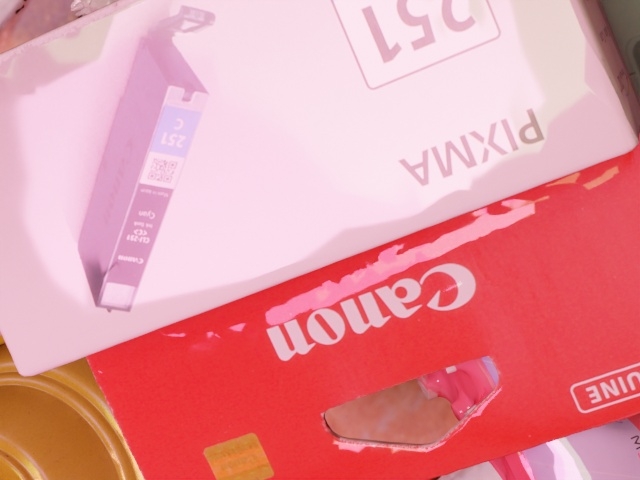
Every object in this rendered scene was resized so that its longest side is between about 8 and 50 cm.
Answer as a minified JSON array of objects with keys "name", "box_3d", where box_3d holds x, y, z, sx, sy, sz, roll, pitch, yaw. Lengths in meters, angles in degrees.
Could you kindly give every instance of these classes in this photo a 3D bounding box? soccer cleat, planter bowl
[{"name":"soccer cleat","box_3d":[0.120,0.089,0.748,0.095,0.083,0.248,-27,77,-11]},{"name":"planter bowl","box_3d":[-0.192,0.169,0.978,0.217,0.090,0.217,3,98,24]}]

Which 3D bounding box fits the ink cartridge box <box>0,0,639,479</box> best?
[{"name":"ink cartridge box","box_3d":[0.000,0.000,0.668,0.296,0.066,0.261,-21,98,19]}]

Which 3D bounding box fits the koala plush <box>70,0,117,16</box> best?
[{"name":"koala plush","box_3d":[-0.073,-0.066,0.851,0.196,0.203,0.221,9,91,-11]}]

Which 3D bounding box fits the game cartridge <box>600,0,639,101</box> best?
[{"name":"game cartridge","box_3d":[0.227,-0.030,0.706,0.198,0.062,0.297,-24,109,2]}]
